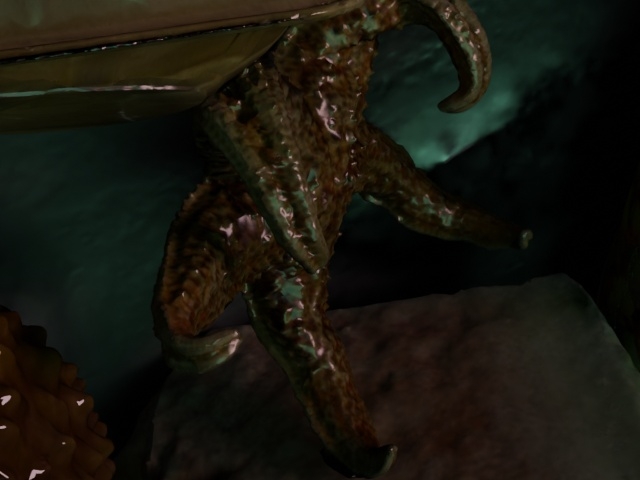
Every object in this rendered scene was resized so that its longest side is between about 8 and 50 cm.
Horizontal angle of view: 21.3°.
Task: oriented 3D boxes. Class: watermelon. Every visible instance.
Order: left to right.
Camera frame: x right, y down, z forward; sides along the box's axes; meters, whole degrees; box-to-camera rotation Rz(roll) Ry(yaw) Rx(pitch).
[{"bbox_3d":[0.038,0.151,0.661,0.151,0.302,0.264,-51,148,-49],"label":"watermelon"}]

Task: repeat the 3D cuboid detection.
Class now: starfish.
[{"bbox_3d":[0.000,0.001,0.570,0.190,0.074,0.146,-45,137,-43],"label":"starfish"}]

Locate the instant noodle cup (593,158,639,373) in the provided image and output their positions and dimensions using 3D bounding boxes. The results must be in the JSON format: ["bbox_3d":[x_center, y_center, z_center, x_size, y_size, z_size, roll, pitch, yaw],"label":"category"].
[{"bbox_3d":[0.194,-0.010,0.643,0.193,0.193,0.212,-3,133,-24],"label":"instant noodle cup"}]

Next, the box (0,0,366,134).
[{"bbox_3d":[-0.077,-0.081,0.498,0.177,0.111,0.111,-10,127,-19],"label":"box"}]

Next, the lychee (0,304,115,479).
[{"bbox_3d":[-0.165,0.090,0.524,0.200,0.200,0.238,-35,144,2],"label":"lychee"}]
